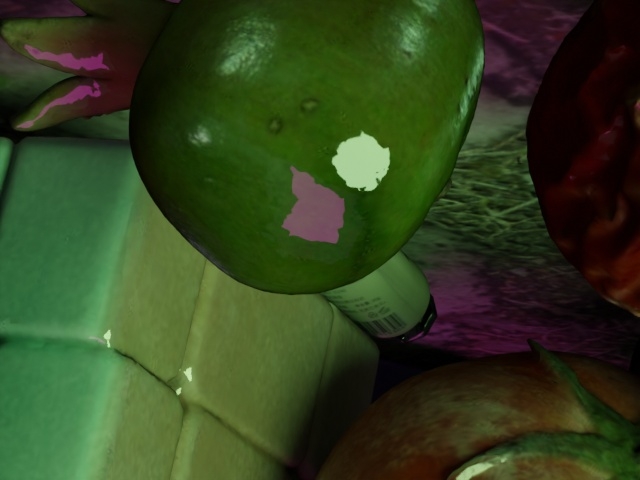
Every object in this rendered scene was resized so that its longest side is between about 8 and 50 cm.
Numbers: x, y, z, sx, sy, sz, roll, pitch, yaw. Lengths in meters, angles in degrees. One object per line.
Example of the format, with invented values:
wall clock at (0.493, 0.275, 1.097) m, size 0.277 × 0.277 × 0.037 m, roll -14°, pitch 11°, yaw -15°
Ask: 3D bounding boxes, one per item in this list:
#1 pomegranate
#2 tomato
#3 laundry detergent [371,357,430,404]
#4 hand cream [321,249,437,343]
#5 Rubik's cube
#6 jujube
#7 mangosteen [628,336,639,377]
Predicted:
pomegranate at (-0.032, -0.062, 0.749) m, size 0.191 × 0.152 × 0.131 m, roll 10°, pitch 143°, yaw 20°
tomato at (0.108, 0.193, 0.975) m, size 0.265 × 0.265 × 0.265 m, roll 3°, pitch 159°, yaw 1°
laundry detergent at (0.107, 0.145, 1.366) m, size 0.290 × 0.094 × 0.143 m, roll 11°, pitch 152°, yaw -28°
hand cream at (0.000, 0.000, 1.054) m, size 0.080 × 0.050 × 0.234 m, roll 1°, pitch 157°, yaw 31°
Rubik's cube at (-0.186, 0.142, 1.011) m, size 0.322 × 0.316 × 0.319 m, roll 2°, pitch 159°, yaw 25°
jujube at (0.165, -0.063, 0.712) m, size 0.155 × 0.155 × 0.230 m, roll 4°, pitch 151°, yaw -4°
mangosteen at (0.286, 0.179, 1.165) m, size 0.347 × 0.307 × 0.307 m, roll 33°, pitch 160°, yaw 7°
